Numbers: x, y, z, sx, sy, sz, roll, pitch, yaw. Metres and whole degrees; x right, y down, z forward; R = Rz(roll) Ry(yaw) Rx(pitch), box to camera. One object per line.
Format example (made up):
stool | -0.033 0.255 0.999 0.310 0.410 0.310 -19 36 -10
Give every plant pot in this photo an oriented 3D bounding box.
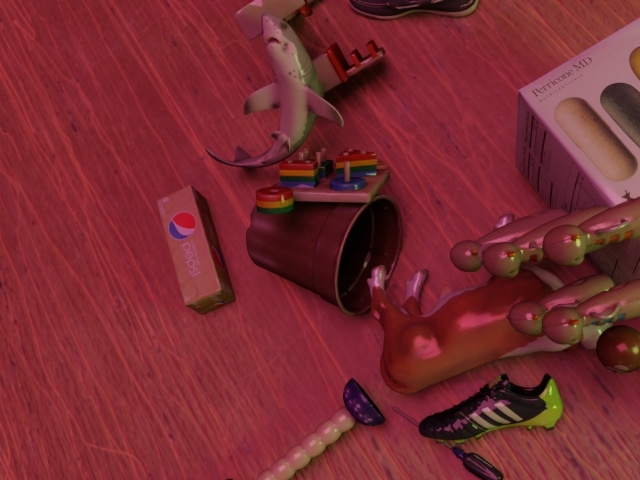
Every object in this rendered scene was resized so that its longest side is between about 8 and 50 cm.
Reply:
plant pot | 0.000 0.000 1.125 0.165 0.167 0.166 18 77 31

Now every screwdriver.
screwdriver | 0.160 0.256 1.054 0.025 0.024 0.170 -34 53 -30

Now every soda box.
soda box | -0.185 0.014 1.225 0.061 0.058 0.181 -23 65 8

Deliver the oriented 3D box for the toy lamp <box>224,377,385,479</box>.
toy lamp | -0.041 0.294 1.069 0.275 0.080 0.080 -38 64 1

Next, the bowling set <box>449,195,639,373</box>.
bowling set | 0.266 0.065 0.886 0.154 0.287 0.199 -18 88 -8

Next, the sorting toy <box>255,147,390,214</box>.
sorting toy | 0.017 -0.093 1.094 0.133 0.274 0.046 3 108 16

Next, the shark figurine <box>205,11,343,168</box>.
shark figurine | -0.041 -0.178 1.171 0.166 0.278 0.116 35 45 5

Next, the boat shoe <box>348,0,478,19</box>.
boat shoe | 0.136 -0.386 1.264 0.206 0.065 0.075 7 73 20

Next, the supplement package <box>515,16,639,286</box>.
supplement package | 0.392 -0.089 0.996 0.199 0.198 0.262 -31 65 -1

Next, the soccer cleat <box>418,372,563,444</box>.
soccer cleat | 0.207 0.206 1.023 0.179 0.060 0.072 -11 101 8

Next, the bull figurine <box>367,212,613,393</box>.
bull figurine | 0.211 0.086 1.053 0.311 0.101 0.188 -20 61 6

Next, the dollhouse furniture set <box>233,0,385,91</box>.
dollhouse furniture set | -0.030 -0.349 1.213 0.135 0.262 0.259 -30 103 15
